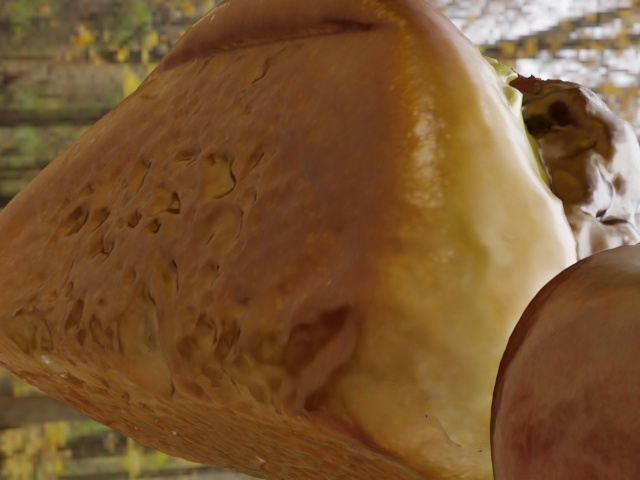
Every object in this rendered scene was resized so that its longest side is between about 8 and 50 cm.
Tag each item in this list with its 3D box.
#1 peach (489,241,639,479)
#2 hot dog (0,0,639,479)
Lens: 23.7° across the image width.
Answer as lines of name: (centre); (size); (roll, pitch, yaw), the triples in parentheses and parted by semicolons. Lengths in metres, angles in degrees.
peach: (0.128, 0.067, 0.423); (0.152, 0.152, 0.152); (178, -90, -77)
hot dog: (0.001, 0.001, 0.734); (0.405, 0.185, 0.223); (4, -113, 51)
